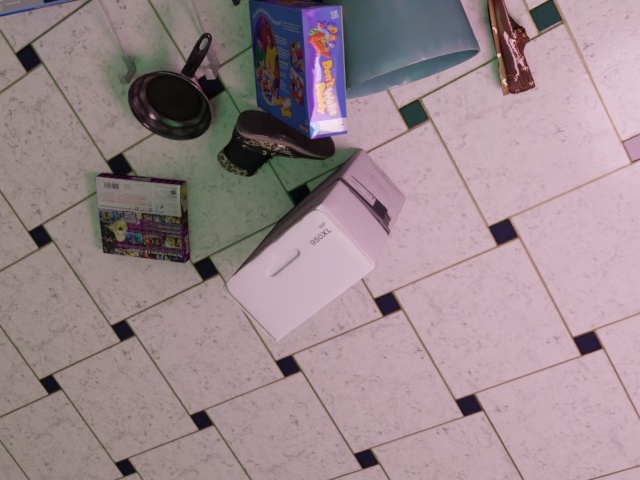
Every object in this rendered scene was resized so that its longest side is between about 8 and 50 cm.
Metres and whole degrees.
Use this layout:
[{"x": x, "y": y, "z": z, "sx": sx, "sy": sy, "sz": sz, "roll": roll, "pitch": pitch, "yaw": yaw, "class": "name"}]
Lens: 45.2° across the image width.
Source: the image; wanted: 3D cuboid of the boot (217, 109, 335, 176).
[{"x": -0.105, "y": -0.206, "z": 1.745, "sx": 0.236, "sy": 0.085, "sz": 0.178, "roll": 12, "pitch": 151, "yaw": -24, "class": "boot"}]

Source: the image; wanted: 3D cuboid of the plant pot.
[{"x": 0.135, "y": -0.431, "z": 1.483, "sx": 0.293, "sy": 0.293, "sz": 0.235, "roll": -16, "pitch": 94, "yaw": 21, "class": "plant pot"}]

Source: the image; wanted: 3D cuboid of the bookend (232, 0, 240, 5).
[{"x": -0.104, "y": -0.564, "z": 1.551, "sx": 0.156, "sy": 0.157, "sz": 0.072, "roll": -1, "pitch": 152, "yaw": 16, "class": "bookend"}]

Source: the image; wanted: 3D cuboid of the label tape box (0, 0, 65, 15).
[{"x": -0.659, "y": -0.687, "z": 1.681, "sx": 0.249, "sy": 0.115, "sz": 0.348, "roll": -5, "pitch": 112, "yaw": 17, "class": "label tape box"}]

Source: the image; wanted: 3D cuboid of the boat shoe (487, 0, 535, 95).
[{"x": 0.383, "y": -0.396, "z": 1.542, "sx": 0.073, "sy": 0.073, "sz": 0.207, "roll": -11, "pitch": 116, "yaw": 17, "class": "boat shoe"}]

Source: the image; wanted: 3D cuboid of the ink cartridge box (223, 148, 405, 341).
[{"x": 0.000, "y": 0.000, "z": 1.627, "sx": 0.285, "sy": 0.395, "sz": 0.166, "roll": -40, "pitch": 97, "yaw": 26, "class": "ink cartridge box"}]

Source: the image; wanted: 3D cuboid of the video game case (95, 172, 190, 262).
[{"x": -0.443, "y": -0.056, "z": 1.921, "sx": 0.232, "sy": 0.042, "sz": 0.210, "roll": 6, "pitch": 113, "yaw": 13, "class": "video game case"}]

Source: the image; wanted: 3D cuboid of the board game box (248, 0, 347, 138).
[{"x": -0.051, "y": -0.356, "z": 1.532, "sx": 0.078, "sy": 0.347, "sz": 0.233, "roll": -11, "pitch": 113, "yaw": -18, "class": "board game box"}]

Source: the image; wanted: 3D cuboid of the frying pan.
[{"x": -0.333, "y": -0.351, "z": 1.704, "sx": 0.197, "sy": 0.053, "sz": 0.326, "roll": 11, "pitch": 139, "yaw": 1, "class": "frying pan"}]

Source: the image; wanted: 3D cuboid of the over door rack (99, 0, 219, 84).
[{"x": -0.367, "y": -0.515, "z": 1.687, "sx": 0.239, "sy": 0.108, "sz": 0.324, "roll": -1, "pitch": 126, "yaw": 16, "class": "over door rack"}]
